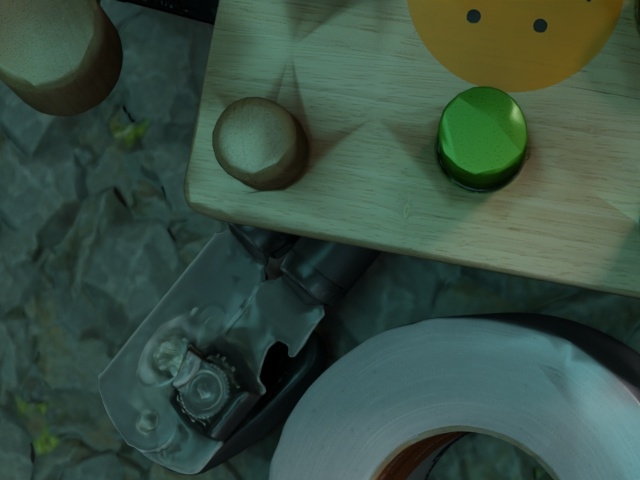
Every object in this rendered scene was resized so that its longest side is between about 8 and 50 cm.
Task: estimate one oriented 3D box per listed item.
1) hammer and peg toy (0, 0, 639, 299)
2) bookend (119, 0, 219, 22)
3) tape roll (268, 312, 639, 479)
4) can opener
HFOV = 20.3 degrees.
[{"bbox_3d":[0.033,-0.129,0.785,0.361,0.127,0.266,12,88,7],"label":"hammer and peg toy"},{"bbox_3d":[-0.044,-0.189,0.920,0.156,0.072,0.157,17,95,25],"label":"bookend"},{"bbox_3d":[0.082,0.143,0.848,0.219,0.072,0.219,-1,88,26],"label":"tape roll"},{"bbox_3d":[0.000,0.000,0.901,0.076,0.095,0.283,41,93,22],"label":"can opener"}]
